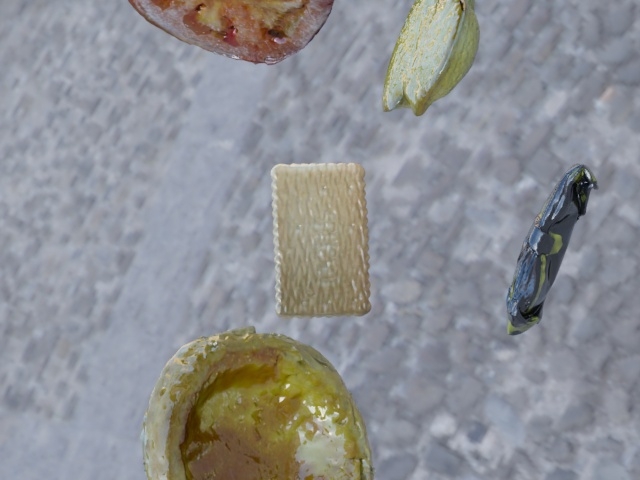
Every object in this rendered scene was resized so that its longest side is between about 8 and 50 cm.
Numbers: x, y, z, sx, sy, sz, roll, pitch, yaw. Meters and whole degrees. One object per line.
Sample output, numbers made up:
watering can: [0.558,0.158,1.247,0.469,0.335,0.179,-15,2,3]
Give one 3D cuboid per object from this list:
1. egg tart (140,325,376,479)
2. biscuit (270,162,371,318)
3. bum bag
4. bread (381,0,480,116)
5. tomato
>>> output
egg tart: [-0.099,0.305,1.935,0.169,0.388,0.387,-25,47,47]
biscuit: [0.000,0.000,2.230,0.030,0.160,0.249,160,108,-75]
bum bag: [0.283,0.012,1.749,0.232,0.060,0.107,-66,-11,3]
bread: [0.130,-0.208,1.403,0.187,0.065,0.149,-69,16,-7]
tomato: [-0.127,-0.416,2.045,0.338,0.338,0.143,-22,47,43]
